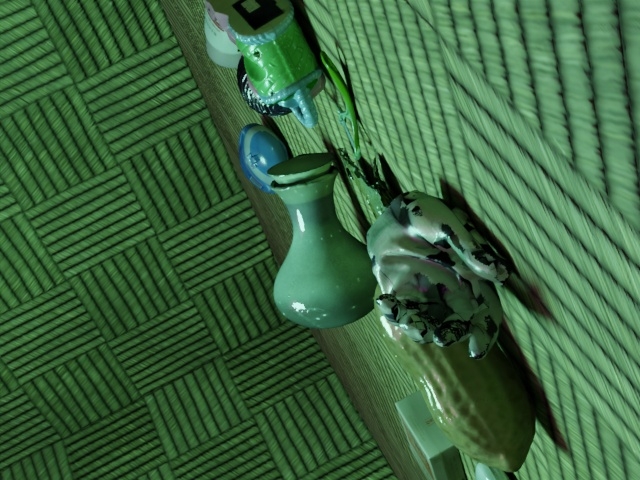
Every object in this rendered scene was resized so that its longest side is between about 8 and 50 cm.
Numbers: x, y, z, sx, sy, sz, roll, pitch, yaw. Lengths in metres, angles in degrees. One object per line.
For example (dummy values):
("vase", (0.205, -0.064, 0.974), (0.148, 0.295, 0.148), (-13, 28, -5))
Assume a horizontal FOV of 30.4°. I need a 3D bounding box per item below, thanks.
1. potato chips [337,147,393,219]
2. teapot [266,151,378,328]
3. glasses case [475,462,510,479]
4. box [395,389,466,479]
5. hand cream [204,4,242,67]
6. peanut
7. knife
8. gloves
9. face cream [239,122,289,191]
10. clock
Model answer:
("potato chips", (0.082, -0.043, 1.511), (0.202, 0.029, 0.220), (62, 177, 2))
("teapot", (0.000, 0.000, 1.785), (0.183, 0.183, 0.251), (-134, 29, -70))
("glasses case", (0.264, 0.385, 1.716), (0.076, 0.049, 0.197), (58, 173, 40))
("box", (0.207, 0.383, 2.164), (0.141, 0.058, 0.201), (58, 172, 38))
("hand cream", (-0.130, -0.355, 1.734), (0.133, 0.083, 0.248), (58, 163, 24))
("peanut", (0.151, 0.134, 1.283), (0.257, 0.123, 0.123), (59, 175, -5))
("knife", (0.025, -0.172, 1.409), (0.166, 0.022, 0.078), (71, 173, -56))
("gloves", (0.119, 0.043, 1.148), (0.111, 0.127, 0.212), (55, -174, -51))
("face cream", (-0.112, -0.165, 2.341), (0.149, 0.083, 0.264), (62, 174, -3))
("clock", (-0.064, -0.237, 1.532), (0.194, 0.100, 0.195), (54, 171, 45))
